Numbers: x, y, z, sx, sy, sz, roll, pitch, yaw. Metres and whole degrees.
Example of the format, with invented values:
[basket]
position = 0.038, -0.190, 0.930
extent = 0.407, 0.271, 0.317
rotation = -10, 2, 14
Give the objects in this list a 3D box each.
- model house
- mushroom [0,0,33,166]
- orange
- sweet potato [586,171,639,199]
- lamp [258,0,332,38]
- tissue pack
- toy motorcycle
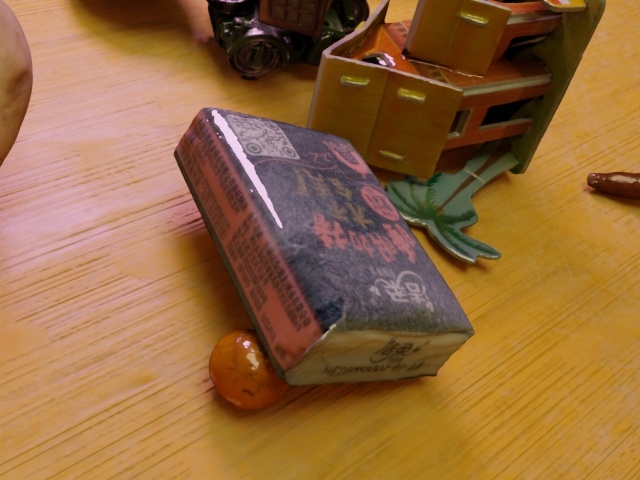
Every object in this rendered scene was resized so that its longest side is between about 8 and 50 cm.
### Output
[model house]
position = 0.163, -0.180, 1.047
extent = 0.324, 0.300, 0.340
rotation = -13, 53, -23
[mushroom]
position = -0.400, -0.157, 0.702
extent = 0.353, 0.353, 0.325
rotation = 31, 24, 3
[orange]
position = -0.068, 0.125, 0.815
extent = 0.083, 0.070, 0.083
rotation = 27, 35, -21
[sweet potato]
position = 0.524, -0.079, 1.277
extent = 0.264, 0.057, 0.057
rotation = 8, 48, -20
[lamp]
position = 0.006, -0.401, 1.131
extent = 0.090, 0.089, 0.325
rotation = 17, 47, 5
[tissue pack]
position = 0.000, 0.000, 0.893
extent = 0.228, 0.103, 0.315
rotation = 6, 43, -42
[toy motorcycle]
position = -0.038, -0.321, 1.185
extent = 0.275, 0.127, 0.205
rotation = 0, 48, -20
